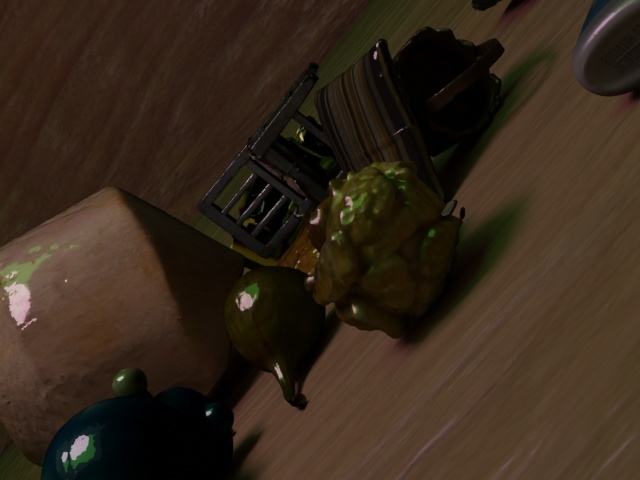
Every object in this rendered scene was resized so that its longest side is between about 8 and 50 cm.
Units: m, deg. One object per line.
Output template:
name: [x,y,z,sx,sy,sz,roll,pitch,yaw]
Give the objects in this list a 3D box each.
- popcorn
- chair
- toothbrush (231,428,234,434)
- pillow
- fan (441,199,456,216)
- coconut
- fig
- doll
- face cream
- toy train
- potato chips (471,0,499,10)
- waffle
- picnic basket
popcorn: [0.055,-0.004,1.414,0.195,0.173,0.168,-96,2,-69]
chair: [-0.044,-0.094,1.928,0.270,0.136,0.147,-50,10,12]
toothbrush: [-0.210,0.287,1.881,0.321,0.023,0.031,-25,31,48]
pillow: [0.067,-0.113,1.703,0.052,0.208,0.212,-18,-5,-26]
fan: [0.125,-0.014,1.590,0.080,0.003,0.060,-44,12,38]
coconut: [-0.281,0.124,1.992,0.415,0.415,0.344,-57,-19,-24]
fig: [-0.042,0.126,1.660,0.124,0.124,0.236,-49,34,22]
doll: [-0.198,0.257,1.581,0.186,0.198,0.322,-34,7,24]
face cream: [0.331,-0.276,1.336,0.163,0.080,0.336,-43,14,46]
toy train: [-0.038,-0.076,2.192,0.296,0.100,0.160,-49,-21,-49]
potato chips: [0.286,-0.385,2.010,0.167,0.059,0.228,-34,15,44]
waffle: [0.006,-0.008,1.966,0.301,0.058,0.281,-55,9,-15]
picnic basket: [0.151,-0.188,1.681,0.128,0.138,0.178,-47,7,-17]
